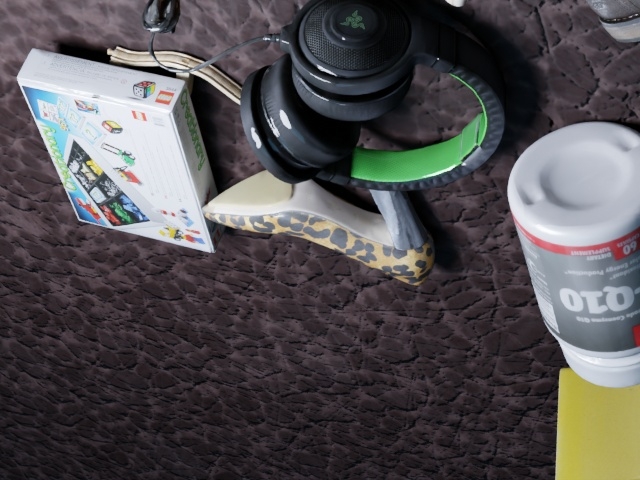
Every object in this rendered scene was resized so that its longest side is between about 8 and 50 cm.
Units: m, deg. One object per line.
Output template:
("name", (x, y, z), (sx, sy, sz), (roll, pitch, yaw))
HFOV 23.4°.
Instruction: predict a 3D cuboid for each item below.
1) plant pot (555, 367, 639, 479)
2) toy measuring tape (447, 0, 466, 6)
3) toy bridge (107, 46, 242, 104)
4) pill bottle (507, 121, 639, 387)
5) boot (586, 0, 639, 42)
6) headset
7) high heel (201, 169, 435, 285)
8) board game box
("plant pot", (0.421, 0.279, 1.912), (0.187, 0.212, 0.212), (-16, 132, 27))
("toy measuring tape", (-0.024, -0.272, 1.455), (0.330, 0.121, 0.121), (22, 146, 7))
("toy bridge", (-0.154, -0.183, 1.748), (0.188, 0.026, 0.063), (20, 146, 3))
("pill bottle", (0.304, 0.024, 1.649), (0.161, 0.161, 0.283), (4, 142, 25))
("boot", (0.261, -0.282, 1.317), (0.229, 0.091, 0.263), (39, 145, -24))
("headset", (0.004, -0.184, 1.598), (0.394, 0.185, 0.243), (18, 145, -21))
("high heel", (0.000, 0.000, 1.845), (0.261, 0.093, 0.186), (-7, 130, 23))
("board game box", (-0.231, -0.101, 1.853), (0.193, 0.053, 0.305), (14, 151, 14))
